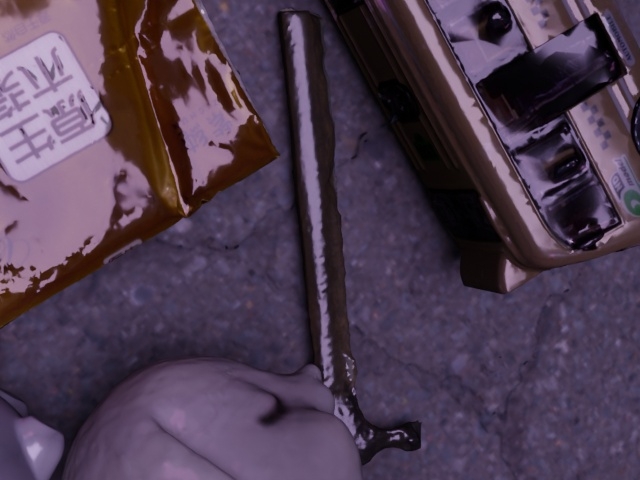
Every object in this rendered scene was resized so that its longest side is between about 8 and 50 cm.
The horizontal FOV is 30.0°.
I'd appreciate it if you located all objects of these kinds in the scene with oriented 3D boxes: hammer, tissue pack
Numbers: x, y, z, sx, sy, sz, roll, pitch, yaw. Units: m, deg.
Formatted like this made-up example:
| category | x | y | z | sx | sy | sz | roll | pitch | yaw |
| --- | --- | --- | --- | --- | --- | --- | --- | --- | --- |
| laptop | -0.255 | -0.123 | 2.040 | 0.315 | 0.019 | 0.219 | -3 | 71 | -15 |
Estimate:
| category | x | y | z | sx | sy | sz | roll | pitch | yaw |
| --- | --- | --- | --- | --- | --- | --- | --- | --- | --- |
| hammer | 0.000 | 0.000 | 0.761 | 0.125 | 0.027 | 0.297 | -5 | 95 | -16 |
| tissue pack | -0.160 | -0.071 | 0.670 | 0.226 | 0.092 | 0.183 | -31 | 103 | -13 |

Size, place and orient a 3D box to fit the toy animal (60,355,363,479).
| category | x | y | z | sx | sy | sz | roll | pitch | yaw |
| --- | --- | --- | --- | --- | --- | --- | --- | --- | --- |
| toy animal | -0.033 | 0.186 | 0.654 | 0.206 | 0.272 | 0.265 | -40 | 92 | -18 |

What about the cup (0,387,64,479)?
| category | x | y | z | sx | sy | sz | roll | pitch | yaw |
| --- | --- | --- | --- | --- | --- | --- | --- | --- | --- |
| cup | -0.231 | 0.134 | 0.652 | 0.134 | 0.174 | 0.142 | 39 | 77 | -49 |

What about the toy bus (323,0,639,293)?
| category | x | y | z | sx | sy | sz | roll | pitch | yaw |
| --- | --- | --- | --- | --- | --- | --- | --- | --- | --- |
| toy bus | 0.106 | -0.114 | 0.734 | 0.157 | 0.139 | 0.289 | -32 | 102 | -11 |
